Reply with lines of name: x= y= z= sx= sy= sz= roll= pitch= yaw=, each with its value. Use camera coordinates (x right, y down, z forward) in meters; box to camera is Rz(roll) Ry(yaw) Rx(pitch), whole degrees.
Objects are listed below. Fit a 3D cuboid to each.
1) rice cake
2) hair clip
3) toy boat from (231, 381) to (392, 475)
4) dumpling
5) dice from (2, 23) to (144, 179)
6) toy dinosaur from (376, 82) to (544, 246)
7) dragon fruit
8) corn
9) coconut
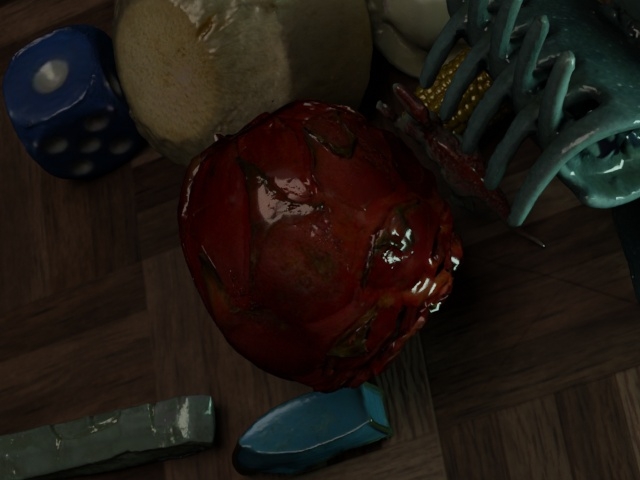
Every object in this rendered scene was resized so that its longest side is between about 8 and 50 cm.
rice cake: x=-0.268 y=0.238 z=2.066 sx=0.336 sy=0.063 sz=0.066 roll=-15 pitch=69 yaw=21
hair clip: x=0.265 y=-0.159 z=1.774 sx=0.318 sy=0.238 sz=0.392 roll=64 pitch=141 yaw=44
toy boat: x=-0.013 y=0.213 z=1.943 sx=0.185 sy=0.077 sz=0.075 roll=-21 pitch=58 yaw=8
dumpling: x=0.133 y=-0.246 z=2.057 sx=0.169 sy=0.100 sz=0.134 roll=13 pitch=106 yaw=-7
dice: x=-0.306 y=-0.173 z=2.227 sx=0.143 sy=0.146 sz=0.146 roll=-26 pitch=57 yaw=13
toy dinosaur: x=0.154 y=-0.073 z=1.884 sx=0.053 sy=0.167 sz=0.242 roll=-43 pitch=93 yaw=-3
dragon fruit: x=0.000 y=0.000 z=1.871 sx=0.295 sy=0.295 sz=0.302 roll=-29 pitch=96 yaw=14
corn: x=0.206 y=-0.192 z=1.994 sx=0.260 sy=0.091 sz=0.091 roll=-37 pitch=65 yaw=3
coconut: x=-0.080 y=-0.229 z=2.063 sx=0.328 sy=0.329 sz=0.329 roll=-12 pitch=62 yaw=23
